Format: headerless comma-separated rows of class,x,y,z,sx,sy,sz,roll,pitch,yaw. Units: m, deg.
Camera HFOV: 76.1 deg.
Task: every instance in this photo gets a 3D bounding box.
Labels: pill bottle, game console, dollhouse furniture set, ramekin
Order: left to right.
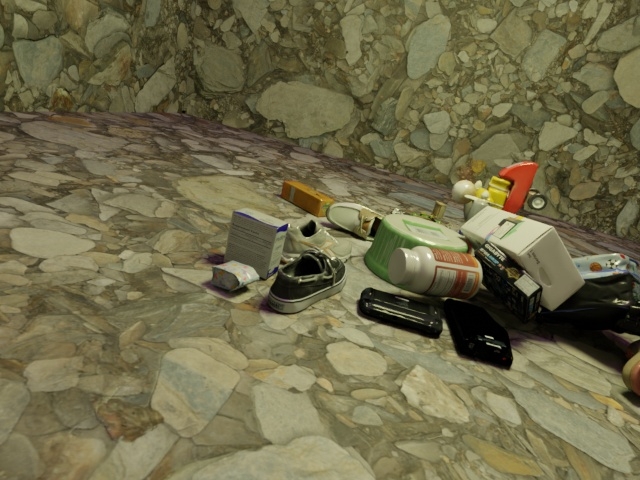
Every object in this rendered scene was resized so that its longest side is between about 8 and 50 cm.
dollhouse furniture set,0.376,-0.083,1.571,0.101,0.182,0.161,10,20,-14
ramekin,0.300,0.032,1.251,0.303,0.148,0.303,13,20,-5
game console,0.269,0.183,0.979,0.360,0.044,0.213,16,18,3
pill bottle,0.289,0.079,1.043,0.215,0.121,0.121,10,20,-17

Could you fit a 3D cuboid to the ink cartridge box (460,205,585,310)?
ink cartridge box,0.541,0.037,1.121,0.201,0.117,0.278,50,2,-18

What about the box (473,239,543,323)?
box,0.494,0.115,1.083,0.175,0.051,0.220,51,1,36

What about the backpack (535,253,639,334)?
backpack,0.768,0.156,1.120,0.263,0.213,0.276,24,-19,-28

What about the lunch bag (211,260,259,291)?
lunch bag,-0.188,0.082,0.905,0.083,0.053,0.071,13,15,24

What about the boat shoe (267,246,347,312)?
boat shoe,-0.016,0.071,0.979,0.113,0.105,0.306,26,22,28

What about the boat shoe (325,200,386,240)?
boat shoe,0.167,-0.064,1.473,0.301,0.113,0.103,15,14,-3

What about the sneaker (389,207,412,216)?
sneaker,0.337,-0.081,1.696,0.106,0.078,0.234,16,17,12

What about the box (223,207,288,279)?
box,-0.158,0.005,1.006,0.126,0.137,0.072,20,19,15

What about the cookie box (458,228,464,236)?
cookie box,0.670,-0.008,1.793,0.107,0.040,0.092,12,20,-10

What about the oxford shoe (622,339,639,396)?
oxford shoe,0.797,0.303,0.982,0.347,0.123,0.130,1,-3,-31

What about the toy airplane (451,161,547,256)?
toy airplane,0.581,-0.100,1.496,0.272,0.384,0.386,39,-21,4

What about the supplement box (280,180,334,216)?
supplement box,-0.057,-0.171,1.658,0.078,0.080,0.233,-7,27,-45

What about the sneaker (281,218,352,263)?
sneaker,0.000,0.000,1.161,0.262,0.121,0.099,-4,27,-42

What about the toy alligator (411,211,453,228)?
toy alligator,0.505,-0.081,1.866,0.189,0.056,0.051,19,-21,11
